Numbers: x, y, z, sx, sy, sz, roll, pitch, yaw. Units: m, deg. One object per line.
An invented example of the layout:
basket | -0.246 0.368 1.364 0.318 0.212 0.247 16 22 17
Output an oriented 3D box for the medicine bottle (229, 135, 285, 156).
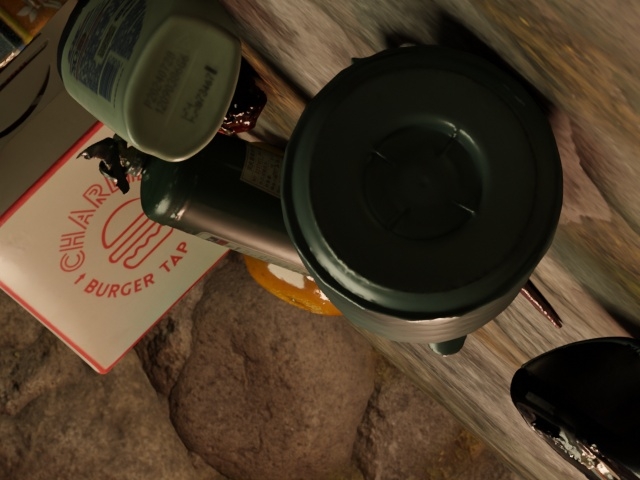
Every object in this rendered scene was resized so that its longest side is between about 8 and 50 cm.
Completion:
medicine bottle | -0.061 -0.071 2.106 0.095 0.064 0.260 44 176 -21

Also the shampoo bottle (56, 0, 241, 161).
shampoo bottle | -0.142 -0.155 1.601 0.078 0.134 0.359 21 -175 -19

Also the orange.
orange | 0.000 0.000 1.903 0.154 0.134 0.155 19 174 2

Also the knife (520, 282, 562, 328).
knife | 0.121 0.000 1.519 0.247 0.018 0.035 43 173 -34

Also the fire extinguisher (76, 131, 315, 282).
fire extinguisher | -0.070 -0.036 1.651 0.294 0.093 0.118 20 -155 -21

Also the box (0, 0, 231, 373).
box | -0.296 -0.092 2.373 0.300 0.314 0.312 43 176 41

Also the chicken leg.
chicken leg | -0.103 -0.142 1.814 0.105 0.063 0.234 49 175 -15

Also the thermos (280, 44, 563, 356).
thermos | 0.051 -0.027 1.138 0.286 0.145 0.182 76 178 -84

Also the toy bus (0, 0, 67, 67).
toy bus | -0.312 -0.264 1.816 0.138 0.167 0.275 45 176 -25

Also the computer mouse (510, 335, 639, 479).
computer mouse | 0.223 0.129 1.338 0.137 0.096 0.233 40 173 -28
